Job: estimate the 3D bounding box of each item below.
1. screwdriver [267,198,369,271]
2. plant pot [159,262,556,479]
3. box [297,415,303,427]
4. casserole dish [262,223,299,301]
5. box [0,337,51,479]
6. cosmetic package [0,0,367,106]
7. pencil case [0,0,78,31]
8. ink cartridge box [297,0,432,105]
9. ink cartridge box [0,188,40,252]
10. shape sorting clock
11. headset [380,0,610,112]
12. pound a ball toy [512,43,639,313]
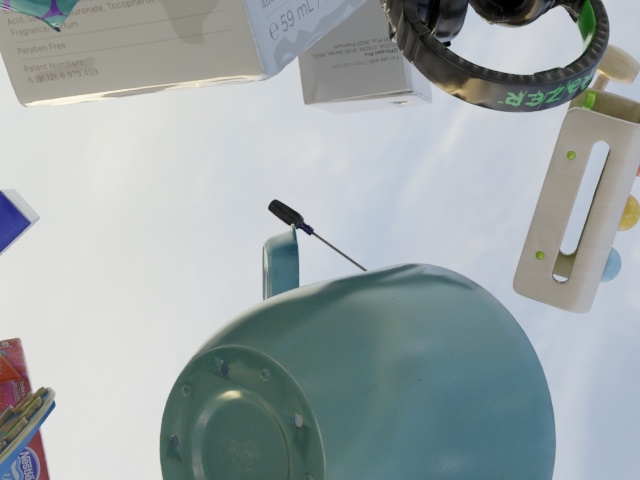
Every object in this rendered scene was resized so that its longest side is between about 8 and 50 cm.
[{"bbox_3d":[0.000,0.000,2.006,0.024,0.170,0.025,-46,168,-34],"label":"screwdriver"},{"bbox_3d":[0.009,0.169,1.274,0.293,0.235,0.293,2,-87,41],"label":"plant pot"},{"bbox_3d":[0.039,0.473,2.174,0.297,0.480,0.471,-120,-151,-74],"label":"box"},{"bbox_3d":[-0.045,0.075,1.717,0.114,0.037,0.188,-120,-150,-76],"label":"casserole dish"},{"bbox_3d":[-0.433,0.276,2.044,0.128,0.123,0.256,-126,-153,-63],"label":"box"},{"bbox_3d":[-0.167,-0.387,1.591,0.327,0.393,0.329,-3,-154,31],"label":"cosmetic package"},{"bbox_3d":[-0.296,-0.245,1.402,0.070,0.152,0.064,32,-77,57],"label":"pencil case"},{"bbox_3d":[0.052,-0.391,2.251,0.285,0.166,0.394,-10,93,-79],"label":"ink cartridge box"},{"bbox_3d":[-0.440,0.008,1.930,0.165,0.065,0.333,-43,-175,-3],"label":"ink cartridge box"},{"bbox_3d":[-0.384,0.240,1.748,0.206,0.040,0.206,-41,-165,13],"label":"shape sorting clock"},{"bbox_3d":[0.171,-0.292,1.806,0.394,0.243,0.185,62,-25,29],"label":"headset"},{"bbox_3d":[0.374,-0.085,2.055,0.208,0.136,0.319,-53,160,-66],"label":"pound a ball toy"}]
